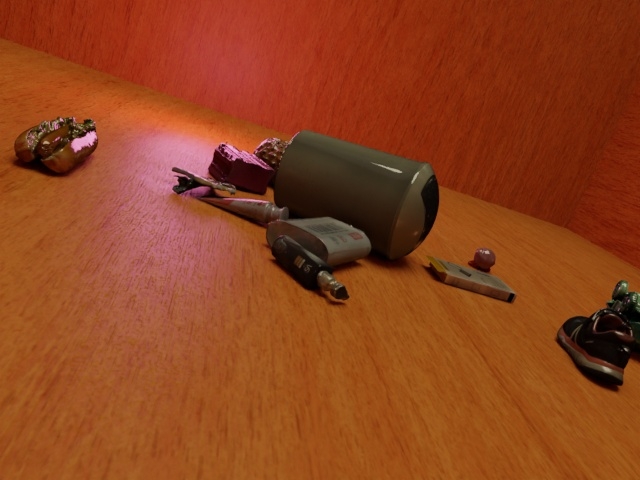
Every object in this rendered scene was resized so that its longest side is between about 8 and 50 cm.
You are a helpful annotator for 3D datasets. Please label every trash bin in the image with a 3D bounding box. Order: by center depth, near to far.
[{"bbox_3d":[0.112,-0.127,1.566,0.431,0.281,0.280,22,15,18],"label":"trash bin"}]

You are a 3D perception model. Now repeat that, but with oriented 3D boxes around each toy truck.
[{"bbox_3d":[0.876,0.218,1.547,0.154,0.156,0.279,24,17,15],"label":"toy truck"}]

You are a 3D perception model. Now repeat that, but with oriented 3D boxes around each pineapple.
[{"bbox_3d":[-0.080,-0.215,1.875,0.340,0.169,0.169,38,23,33],"label":"pineapple"}]

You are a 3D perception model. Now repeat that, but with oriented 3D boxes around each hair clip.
[{"bbox_3d":[-0.311,-0.152,1.505,0.146,0.056,0.187,23,17,35],"label":"hair clip"}]

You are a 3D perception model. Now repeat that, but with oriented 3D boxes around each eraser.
[{"bbox_3d":[0.000,0.000,1.344,0.173,0.081,0.227,24,16,26],"label":"eraser"}]

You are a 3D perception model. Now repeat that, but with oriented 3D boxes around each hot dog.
[{"bbox_3d":[-0.622,-0.246,1.367,0.135,0.101,0.337,16,16,-11],"label":"hot dog"}]

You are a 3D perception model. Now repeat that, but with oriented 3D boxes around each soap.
[{"bbox_3d":[-0.262,-0.239,1.792,0.162,0.099,0.250,10,19,-32],"label":"soap"}]

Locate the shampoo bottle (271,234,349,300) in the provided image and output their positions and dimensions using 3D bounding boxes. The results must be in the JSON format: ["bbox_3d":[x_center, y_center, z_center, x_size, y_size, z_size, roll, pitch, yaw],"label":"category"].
[{"bbox_3d":[-0.021,0.059,1.162,0.063,0.057,0.207,15,16,-47],"label":"shampoo bottle"}]

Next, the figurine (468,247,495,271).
[{"bbox_3d":[0.528,0.060,1.811,0.083,0.071,0.067,15,17,-24],"label":"figurine"}]

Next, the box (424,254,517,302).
[{"bbox_3d":[0.414,0.107,1.584,0.247,0.033,0.129,17,17,-12],"label":"box"}]

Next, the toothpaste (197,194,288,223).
[{"bbox_3d":[-0.197,-0.086,1.459,0.234,0.057,0.089,14,12,20],"label":"toothpaste"}]

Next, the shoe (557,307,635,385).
[{"bbox_3d":[0.639,0.215,1.301,0.114,0.137,0.291,22,15,4],"label":"shoe"}]
